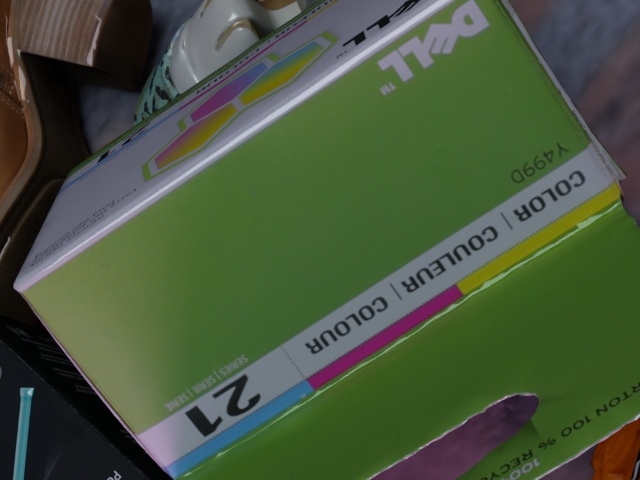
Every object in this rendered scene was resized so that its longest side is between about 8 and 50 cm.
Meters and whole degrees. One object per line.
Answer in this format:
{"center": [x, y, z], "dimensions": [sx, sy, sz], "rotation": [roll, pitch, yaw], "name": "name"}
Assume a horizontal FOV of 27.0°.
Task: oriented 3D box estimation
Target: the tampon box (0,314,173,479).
{"center": [-0.100, 0.123, 0.517], "dimensions": [0.161, 0.101, 0.120], "rotation": [38, 91, 23], "name": "tampon box"}

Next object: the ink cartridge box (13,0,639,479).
{"center": [0.000, 0.000, 0.430], "dimensions": [0.188, 0.255, 0.097], "rotation": [-33, 106, 9], "name": "ink cartridge box"}

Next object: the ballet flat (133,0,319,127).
{"center": [-0.011, -0.099, 0.564], "dimensions": [0.188, 0.070, 0.070], "rotation": [-32, 68, 10], "name": "ballet flat"}

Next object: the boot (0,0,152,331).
{"center": [-0.172, -0.042, 0.608], "dimensions": [0.152, 0.073, 0.197], "rotation": [12, 72, 24], "name": "boot"}

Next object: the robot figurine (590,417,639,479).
{"center": [0.128, 0.077, 0.403], "dimensions": [0.085, 0.211, 0.291], "rotation": [18, 88, 5], "name": "robot figurine"}
